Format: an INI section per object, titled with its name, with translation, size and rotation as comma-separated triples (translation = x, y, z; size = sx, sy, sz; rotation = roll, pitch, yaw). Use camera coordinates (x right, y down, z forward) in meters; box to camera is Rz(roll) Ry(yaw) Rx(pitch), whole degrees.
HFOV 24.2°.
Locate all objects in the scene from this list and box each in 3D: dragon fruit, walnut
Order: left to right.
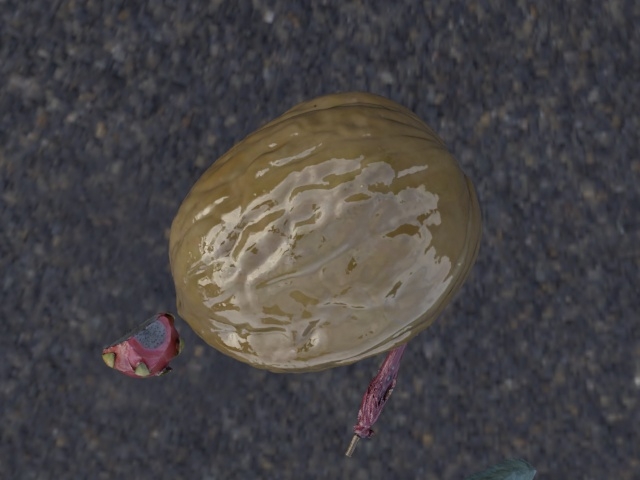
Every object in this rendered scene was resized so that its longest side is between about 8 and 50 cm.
[dragon fruit]
translation = -0.182, 0.118, 1.589
size = 0.056, 0.083, 0.060
rotation = -8, 112, 62
[walnut]
translation = 0.000, 0.000, 1.204
size = 0.261, 0.225, 0.225
rotation = -24, 120, 5

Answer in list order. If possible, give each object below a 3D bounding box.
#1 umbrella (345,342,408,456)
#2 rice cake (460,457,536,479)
[umbrella]
translation = 0.065, 0.155, 1.589
size = 0.027, 0.025, 0.165
rotation = 24, 89, 6
[rice cake]
translation = 0.140, 0.271, 1.374
size = 0.038, 0.211, 0.124
rotation = 21, 98, 25
